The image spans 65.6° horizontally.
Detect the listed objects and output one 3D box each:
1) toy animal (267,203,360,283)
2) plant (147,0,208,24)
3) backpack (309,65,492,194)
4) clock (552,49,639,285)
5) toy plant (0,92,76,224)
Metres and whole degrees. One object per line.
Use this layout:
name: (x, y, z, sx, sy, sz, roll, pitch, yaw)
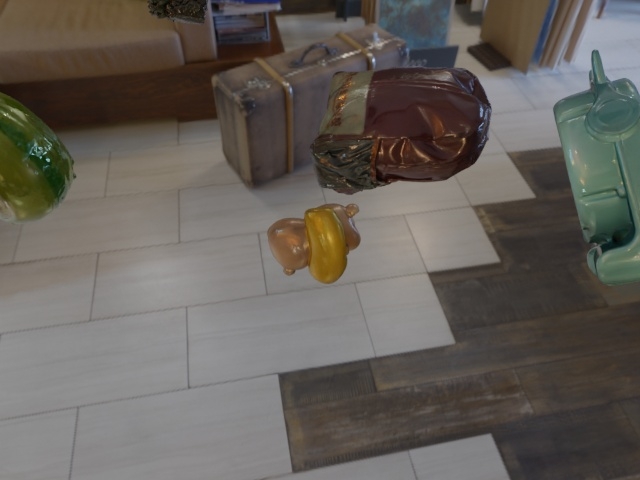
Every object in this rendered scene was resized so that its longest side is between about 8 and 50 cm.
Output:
toy animal: (0.000, 0.000, 0.589, 0.114, 0.091, 0.082, -19, 16, 36)
plant: (-0.328, -0.541, 1.126, 0.143, 0.092, 0.094, 9, 19, -18)
backpack: (0.157, -0.217, 0.942, 0.316, 0.197, 0.284, 0, 54, 16)
clock: (0.359, -0.089, 0.624, 0.094, 0.223, 0.274, -15, 86, 27)
toy plant: (-0.471, -0.031, 0.602, 0.184, 0.224, 0.316, 14, 56, 20)
